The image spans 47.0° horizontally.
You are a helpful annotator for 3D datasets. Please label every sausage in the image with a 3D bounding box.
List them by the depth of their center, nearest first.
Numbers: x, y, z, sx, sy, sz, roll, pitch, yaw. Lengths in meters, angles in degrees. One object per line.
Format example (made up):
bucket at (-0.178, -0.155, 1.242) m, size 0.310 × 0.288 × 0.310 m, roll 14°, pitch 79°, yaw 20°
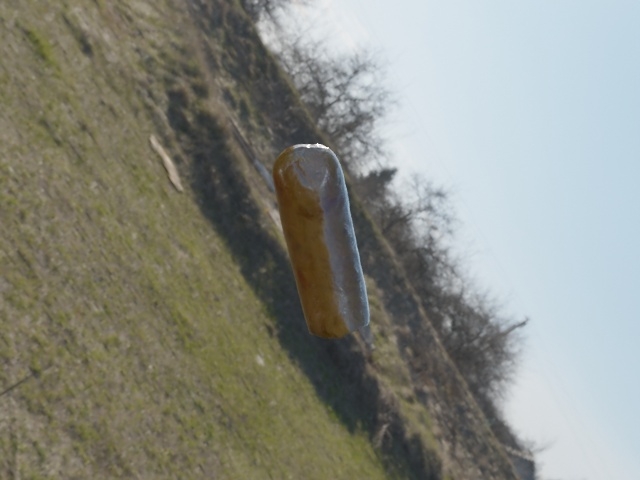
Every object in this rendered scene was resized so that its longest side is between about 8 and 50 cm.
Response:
sausage at (0.002, -0.001, 1.011) m, size 0.109 × 0.108 × 0.271 m, roll -119°, pitch -164°, yaw -75°
